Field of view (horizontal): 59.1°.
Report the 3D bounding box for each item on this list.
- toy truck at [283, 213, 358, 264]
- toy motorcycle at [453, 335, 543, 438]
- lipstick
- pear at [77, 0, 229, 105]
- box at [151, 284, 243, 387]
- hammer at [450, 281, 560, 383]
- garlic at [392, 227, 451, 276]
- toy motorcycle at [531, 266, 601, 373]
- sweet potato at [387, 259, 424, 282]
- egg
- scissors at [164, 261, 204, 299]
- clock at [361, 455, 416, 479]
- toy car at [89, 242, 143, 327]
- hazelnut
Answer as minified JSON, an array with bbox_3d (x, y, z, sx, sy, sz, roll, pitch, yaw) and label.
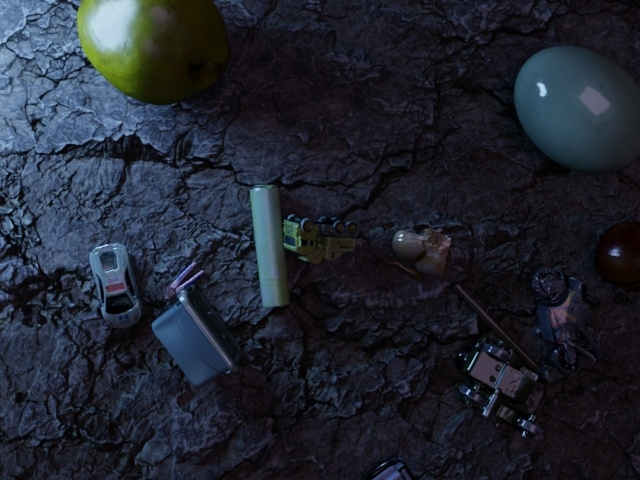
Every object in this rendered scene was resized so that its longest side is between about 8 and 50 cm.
[{"bbox_3d":[0.000,0.000,1.403,0.191,0.085,0.115,2,99,-33],"label":"toy truck"},{"bbox_3d":[0.484,0.390,1.507,0.275,0.127,0.205,30,82,-3],"label":"toy motorcycle"},{"bbox_3d":[-0.125,0.012,1.402,0.076,0.076,0.303,-6,90,-12],"label":"lipstick"},{"bbox_3d":[-0.390,-0.464,1.263,0.375,0.287,0.287,33,83,6],"label":"pear"},{"bbox_3d":[-0.283,0.224,1.328,0.130,0.162,0.226,-34,96,0],"label":"box"},{"bbox_3d":[0.486,0.248,1.525,0.365,0.111,0.043,45,79,-1],"label":"hammer"},{"bbox_3d":[0.271,0.021,1.483,0.175,0.099,0.124,25,103,-6],"label":"garlic"},{"bbox_3d":[0.680,0.211,1.555,0.174,0.108,0.306,-17,95,-17],"label":"toy motorcycle"},{"bbox_3d":[0.230,0.077,1.502,0.115,0.026,0.026,31,83,-7],"label":"sweet potato"},{"bbox_3d":[0.678,-0.337,1.472,0.389,0.276,0.276,41,82,-6],"label":"egg"},{"bbox_3d":[-0.339,0.104,1.388,0.113,0.012,0.039,-44,97,-9],"label":"scissors"},{"bbox_3d":[0.157,0.695,1.448,0.253,0.083,0.186,-32,96,-10],"label":"clock"},{"bbox_3d":[-0.482,0.108,1.337,0.096,0.056,0.204,-12,91,-13],"label":"toy car"},{"bbox_3d":[0.867,0.046,1.544,0.209,0.208,0.207,0,89,-12],"label":"hazelnut"}]
